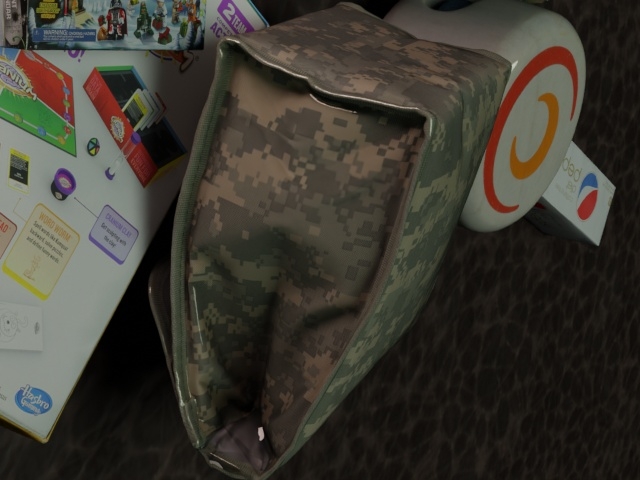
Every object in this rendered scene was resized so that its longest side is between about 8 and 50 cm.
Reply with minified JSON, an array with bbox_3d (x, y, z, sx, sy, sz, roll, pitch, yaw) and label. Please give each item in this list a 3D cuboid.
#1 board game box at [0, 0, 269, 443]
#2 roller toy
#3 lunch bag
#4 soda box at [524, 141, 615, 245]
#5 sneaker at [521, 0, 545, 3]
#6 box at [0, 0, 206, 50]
[{"bbox_3d":[-0.174,-0.074,0.699,0.242,0.064,0.317,49,61,-49],"label":"board game box"},{"bbox_3d":[0.120,-0.115,1.026,0.191,0.146,0.209,-56,147,-13],"label":"roller toy"},{"bbox_3d":[0.000,0.000,0.832,0.235,0.168,0.287,-39,148,-64],"label":"lunch bag"},{"bbox_3d":[0.240,-0.063,1.279,0.216,0.069,0.074,30,76,-55],"label":"soda box"},{"bbox_3d":[0.214,-0.257,1.115,0.086,0.064,0.192,-63,-173,2],"label":"sneaker"},{"bbox_3d":[-0.116,-0.153,0.670,0.137,0.027,0.094,-12,110,-52],"label":"box"}]
